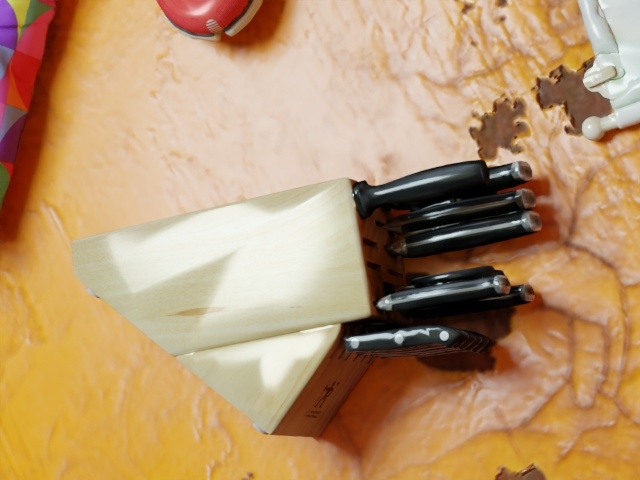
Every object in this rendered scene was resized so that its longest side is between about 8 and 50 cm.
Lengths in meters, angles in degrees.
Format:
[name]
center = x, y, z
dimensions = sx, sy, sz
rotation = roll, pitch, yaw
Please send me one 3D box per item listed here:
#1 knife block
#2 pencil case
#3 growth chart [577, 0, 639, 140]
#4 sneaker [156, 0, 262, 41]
[knife block]
center = 0.000, 0.000, 1.124
dimensions = 0.275, 0.088, 0.242
rotation = 36, 96, 23
[pencil case]
center = -0.261, -0.114, 1.240
dimensions = 0.104, 0.104, 0.236
rotation = 13, 87, 23
[growth chart]
center = 0.234, -0.198, 1.091
dimensions = 0.172, 0.021, 0.237
rotation = -13, 78, 20
[sneaker]
center = -0.097, -0.282, 1.183
dimensions = 0.107, 0.118, 0.279
rotation = -5, 81, 22
